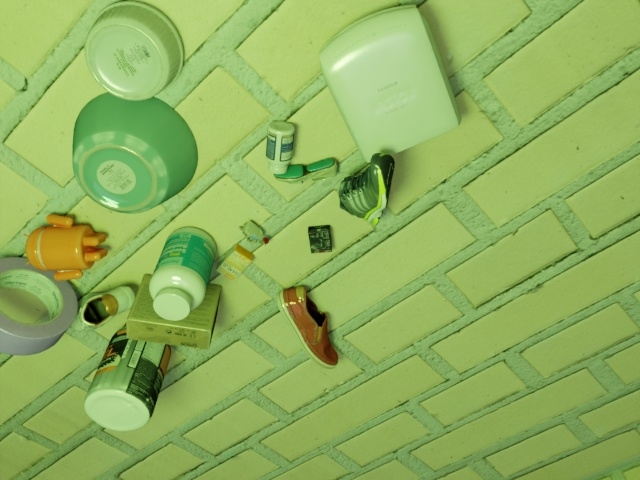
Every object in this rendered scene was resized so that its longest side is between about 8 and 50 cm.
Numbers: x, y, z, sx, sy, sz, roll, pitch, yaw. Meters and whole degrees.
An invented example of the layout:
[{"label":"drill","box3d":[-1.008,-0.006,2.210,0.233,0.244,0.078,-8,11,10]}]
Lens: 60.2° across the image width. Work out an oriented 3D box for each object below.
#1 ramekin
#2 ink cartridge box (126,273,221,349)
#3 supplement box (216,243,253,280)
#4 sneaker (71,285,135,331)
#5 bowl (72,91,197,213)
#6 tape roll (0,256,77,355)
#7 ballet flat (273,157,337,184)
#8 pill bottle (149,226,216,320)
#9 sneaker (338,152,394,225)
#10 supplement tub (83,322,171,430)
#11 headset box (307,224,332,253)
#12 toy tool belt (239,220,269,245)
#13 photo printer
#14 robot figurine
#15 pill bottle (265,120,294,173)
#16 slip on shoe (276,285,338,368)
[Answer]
[{"label":"ramekin","box3d":[-0.416,-0.410,1.220,0.207,0.109,0.207,0,125,0]},{"label":"ink cartridge box","box3d":[-0.420,0.206,1.606,0.234,0.193,0.088,9,126,-5]},{"label":"supplement box","box3d":[-0.248,0.064,1.600,0.062,0.036,0.098,35,119,-21]},{"label":"sneaker","box3d":[-0.681,0.210,1.627,0.290,0.123,0.106,-26,90,32]},{"label":"bowl","box3d":[-0.468,-0.188,1.347,0.311,0.163,0.312,0,125,-1]},{"label":"tape roll","box3d":[-0.832,0.180,1.541,0.275,0.275,0.090,33,119,-21]},{"label":"ballet flat","box3d":[-0.036,-0.168,1.424,0.168,0.057,0.052,-9,135,7]},{"label":"pill bottle","box3d":[-0.370,0.091,1.481,0.146,0.264,0.146,0,125,0]},{"label":"sneaker","box3d":[0.107,-0.123,1.363,0.121,0.111,0.300,12,158,1]},{"label":"supplement tub","box3d":[-0.565,0.390,1.665,0.193,0.316,0.194,0,125,0]},{"label":"headset box","box3d":[0.000,0.000,1.556,0.062,0.032,0.083,-5,126,5]},{"label":"toy tool belt","box3d":[-0.187,-0.016,1.542,0.083,0.052,0.051,43,147,-22]},{"label":"photo printer","box3d":[0.155,-0.356,1.255,0.256,0.107,0.307,-20,123,14]},{"label":"robot figurine","box3d":[-0.705,0.019,1.518,0.219,0.128,0.158,-2,140,1]},{"label":"pill bottle","box3d":[-0.102,-0.229,1.372,0.067,0.067,0.120,6,125,-4]},{"label":"slip on shoe","box3d":[-0.018,0.273,1.704,0.101,0.123,0.331,-24,117,12]}]
